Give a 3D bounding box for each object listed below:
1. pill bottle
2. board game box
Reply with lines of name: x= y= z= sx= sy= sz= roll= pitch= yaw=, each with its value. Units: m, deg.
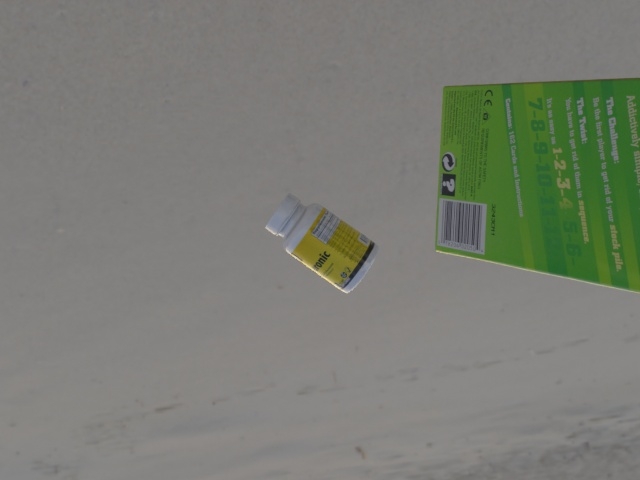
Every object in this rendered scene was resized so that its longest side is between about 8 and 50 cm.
pill bottle: x=0.000 y=0.000 z=0.891 sx=0.116 sy=0.065 sz=0.065 roll=35 pitch=155 yaw=-3
board game box: x=0.169 y=-0.037 z=0.510 sx=0.039 sy=0.124 sz=0.259 roll=-3 pitch=-171 yaw=-31
